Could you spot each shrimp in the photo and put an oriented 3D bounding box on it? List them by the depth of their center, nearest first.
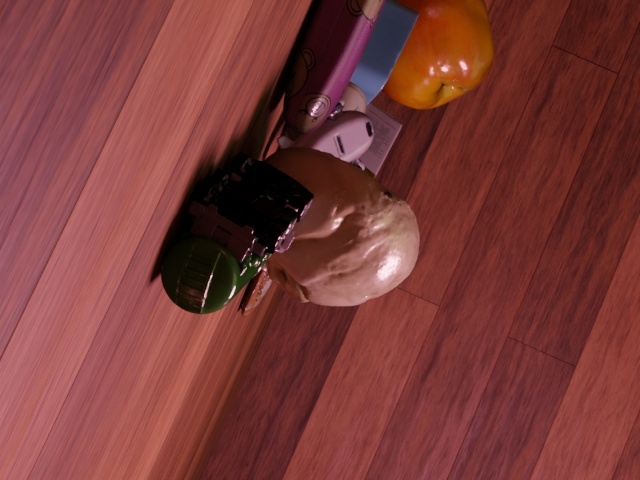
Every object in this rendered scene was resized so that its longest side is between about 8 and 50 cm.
[{"bbox_3d":[-0.117,0.081,2.181,0.184,0.043,0.091,-66,175,30],"label":"shrimp"}]

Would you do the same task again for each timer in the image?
[{"bbox_3d":[0.090,-0.334,2.166,0.250,0.091,0.232,118,-3,-61],"label":"timer"}]

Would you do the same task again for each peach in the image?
[{"bbox_3d":[0.247,-0.458,2.446,0.289,0.289,0.307,107,-32,-73],"label":"peach"}]

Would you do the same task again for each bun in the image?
[{"bbox_3d":[0.000,0.000,1.371,0.160,0.259,0.259,-63,177,-13],"label":"bun"}]

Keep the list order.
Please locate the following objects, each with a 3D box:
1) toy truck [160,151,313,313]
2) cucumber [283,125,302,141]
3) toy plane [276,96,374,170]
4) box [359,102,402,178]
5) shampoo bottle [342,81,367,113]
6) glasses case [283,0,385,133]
[{"bbox_3d":[-0.088,-0.007,1.156,0.125,0.101,0.242,-62,177,19],"label":"toy truck"},{"bbox_3d":[-0.028,-0.142,1.637,0.112,0.064,0.064,109,5,-69],"label":"cucumber"},{"bbox_3d":[0.003,-0.133,1.537,0.080,0.174,0.174,10,-108,55],"label":"toy plane"},{"bbox_3d":[0.037,-0.130,2.213,0.200,0.106,0.299,-49,-171,40],"label":"box"},{"bbox_3d":[-0.004,-0.150,1.819,0.118,0.087,0.234,109,6,-64],"label":"shampoo bottle"},{"bbox_3d":[0.032,-0.282,1.366,0.123,0.076,0.316,-31,145,-85],"label":"glasses case"}]
